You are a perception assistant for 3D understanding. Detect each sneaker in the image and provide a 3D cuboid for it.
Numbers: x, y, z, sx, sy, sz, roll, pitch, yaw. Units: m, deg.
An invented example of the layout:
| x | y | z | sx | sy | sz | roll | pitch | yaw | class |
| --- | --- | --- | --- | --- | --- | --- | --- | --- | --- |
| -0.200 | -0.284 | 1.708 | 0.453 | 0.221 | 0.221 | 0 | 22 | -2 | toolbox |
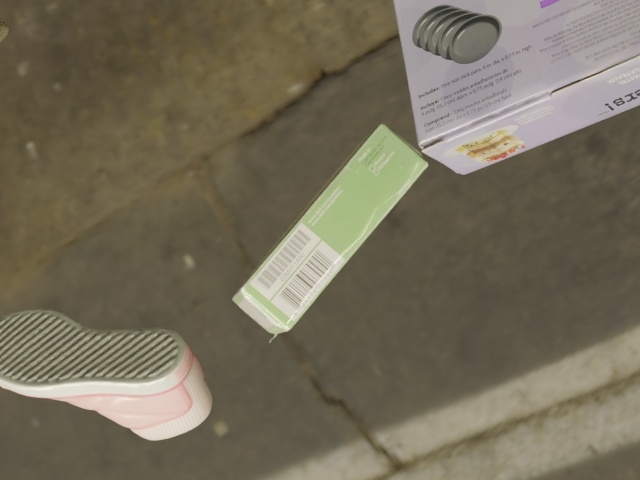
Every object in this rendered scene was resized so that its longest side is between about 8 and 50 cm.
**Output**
| x | y | z | sx | sy | sz | roll | pitch | yaw | class |
| --- | --- | --- | --- | --- | --- | --- | --- | --- | --- |
| -0.120 | 0.077 | 0.930 | 0.134 | 0.051 | 0.070 | 4 | 147 | 26 | sneaker |

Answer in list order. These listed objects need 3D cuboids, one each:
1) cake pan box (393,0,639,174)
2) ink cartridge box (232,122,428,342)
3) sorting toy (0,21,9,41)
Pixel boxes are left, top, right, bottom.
| x | y | z | sx | sy | sz | roll | pitch | yaw | class |
| --- | --- | --- | --- | --- | --- | --- | --- | --- | --- |
| 0.168 | -0.200 | 1.100 | 0.267 | 0.070 | 0.245 | -23 | 63 | 26 | cake pan box |
| 0.000 | 0.000 | 1.391 | 0.056 | 0.171 | 0.235 | 40 | 172 | -3 | ink cartridge box |
| -0.294 | -0.146 | 0.998 | 0.196 | 0.347 | 0.047 | 34 | 126 | -7 | sorting toy |
